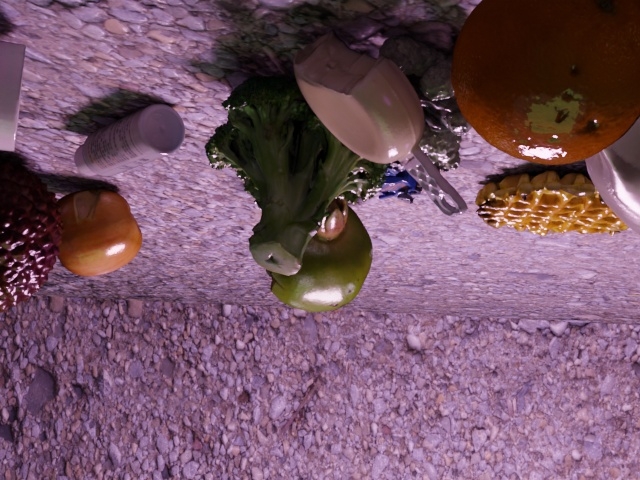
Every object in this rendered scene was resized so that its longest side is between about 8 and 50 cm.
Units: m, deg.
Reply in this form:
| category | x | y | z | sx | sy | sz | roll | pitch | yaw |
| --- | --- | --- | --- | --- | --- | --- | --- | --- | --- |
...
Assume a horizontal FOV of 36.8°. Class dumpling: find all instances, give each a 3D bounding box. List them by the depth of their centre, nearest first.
| category | x | y | z | sx | sy | sz | roll | pitch | yaw |
| --- | --- | --- | --- | --- | --- | --- | --- | --- | --- |
| dumpling | 0.464 | -0.117 | 1.191 | 0.260 | 0.181 | 0.341 | -21 | 129 | 20 |

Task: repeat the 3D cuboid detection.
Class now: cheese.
| category | x | y | z | sx | sy | sz | roll | pitch | yaw |
| --- | --- | --- | --- | --- | --- | --- | --- | --- | --- |
| cheese | 0.072 | -0.129 | 1.138 | 0.249 | 0.071 | 0.163 | 55 | 161 | -25 |

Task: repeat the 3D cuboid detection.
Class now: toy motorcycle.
| category | x | y | z | sx | sy | sz | roll | pitch | yaw |
| --- | --- | --- | --- | --- | --- | --- | --- | --- | --- |
| toy motorcycle | 0.102 | -0.110 | 1.579 | 0.114 | 0.076 | 0.205 | 11 | 173 | 17 |

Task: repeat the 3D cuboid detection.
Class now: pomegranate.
| category | x | y | z | sx | sy | sz | roll | pitch | yaw |
| --- | --- | --- | --- | --- | --- | --- | --- | --- | --- |
| pomegranate | 0.000 | 0.000 | 1.850 | 0.235 | 0.236 | 0.302 | 7 | 141 | -13 |

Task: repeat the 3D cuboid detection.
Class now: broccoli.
| category | x | y | z | sx | sy | sz | roll | pitch | yaw |
| --- | --- | --- | --- | --- | --- | --- | --- | --- | --- |
| broccoli | -0.037 | -0.080 | 1.292 | 0.254 | 0.269 | 0.269 | 11 | 169 | 3 |

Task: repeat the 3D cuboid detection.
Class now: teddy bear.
| category | x | y | z | sx | sy | sz | roll | pitch | yaw |
| --- | --- | --- | --- | --- | --- | --- | --- | --- | --- |
| teddy bear | 0.145 | -0.169 | 1.177 | 0.111 | 0.133 | 0.213 | -34 | 147 | -14 |

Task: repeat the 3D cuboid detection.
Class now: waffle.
| category | x | y | z | sx | sy | sz | roll | pitch | yaw |
| --- | --- | --- | --- | --- | --- | --- | --- | --- | --- |
| waffle | 0.429 | -0.063 | 1.683 | 0.329 | 0.062 | 0.329 | 6 | 167 | 1 |

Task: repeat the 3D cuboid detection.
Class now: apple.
| category | x | y | z | sx | sy | sz | roll | pitch | yaw |
| --- | --- | --- | --- | --- | --- | --- | --- | --- | --- |
| apple | -0.458 | -0.019 | 1.973 | 0.199 | 0.199 | 0.199 | 5 | 168 | 1 |

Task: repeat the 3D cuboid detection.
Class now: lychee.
| category | x | y | z | sx | sy | sz | roll | pitch | yaw |
| --- | --- | --- | --- | --- | --- | --- | --- | --- | --- |
| lychee | -0.626 | -0.012 | 1.799 | 0.305 | 0.306 | 0.330 | 4 | -163 | 5 |

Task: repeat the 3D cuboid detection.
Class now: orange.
| category | x | y | z | sx | sy | sz | roll | pitch | yaw |
| --- | --- | --- | --- | --- | --- | --- | --- | --- | --- |
| orange | 0.228 | -0.171 | 0.935 | 0.206 | 0.206 | 0.206 | 5 | 168 | 1 |

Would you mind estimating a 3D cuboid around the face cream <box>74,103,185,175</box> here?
| category | x | y | z | sx | sy | sz | roll | pitch | yaw |
| --- | --- | --- | --- | --- | --- | --- | --- | --- | --- |
| face cream | -0.312 | -0.151 | 1.523 | 0.082 | 0.082 | 0.269 | 13 | 167 | -35 |

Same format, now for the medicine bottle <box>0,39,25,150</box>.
| category | x | y | z | sx | sy | sz | roll | pitch | yaw |
| --- | --- | --- | --- | --- | --- | --- | --- | --- | --- |
| medicine bottle | -0.512 | -0.197 | 1.162 | 0.292 | 0.170 | 0.170 | 7 | 168 | -16 |
